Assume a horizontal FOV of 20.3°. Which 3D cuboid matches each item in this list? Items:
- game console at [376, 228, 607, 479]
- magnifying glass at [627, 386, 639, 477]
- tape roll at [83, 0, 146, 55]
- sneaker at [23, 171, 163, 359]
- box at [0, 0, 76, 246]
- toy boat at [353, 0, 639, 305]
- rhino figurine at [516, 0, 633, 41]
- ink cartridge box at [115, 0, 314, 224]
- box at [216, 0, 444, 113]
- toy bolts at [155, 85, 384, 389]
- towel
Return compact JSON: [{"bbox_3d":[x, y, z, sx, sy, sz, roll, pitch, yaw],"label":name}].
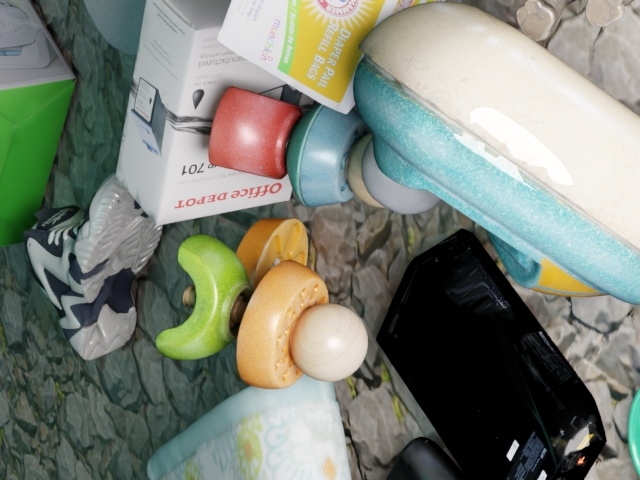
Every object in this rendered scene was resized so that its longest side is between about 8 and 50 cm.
[{"bbox_3d":[0.091,0.182,1.388,0.213,0.044,0.361,57,141,34],"label":"game console"},{"bbox_3d":[0.259,0.086,1.117,0.092,0.026,0.231,58,144,31],"label":"magnifying glass"},{"bbox_3d":[-0.148,-0.278,1.604,0.219,0.072,0.219,23,119,52],"label":"tape roll"},{"bbox_3d":[-0.242,-0.008,1.803,0.153,0.094,0.235,46,145,30],"label":"sneaker"},{"bbox_3d":[-0.390,-0.156,1.969,0.231,0.127,0.262,57,142,29],"label":"box"},{"bbox_3d":[0.113,-0.049,1.139,0.148,0.267,0.318,-55,19,7],"label":"toy boat"},{"bbox_3d":[0.192,-0.234,1.063,0.073,0.106,0.243,27,126,12],"label":"rhino figurine"},{"bbox_3d":[-0.081,-0.119,1.479,0.082,0.140,0.190,45,135,39],"label":"ink cartridge box"},{"bbox_3d":[0.031,-0.195,1.206,0.103,0.203,0.114,31,133,7],"label":"box"},{"bbox_3d":[0.000,0.000,1.416,0.158,0.218,0.228,16,99,22],"label":"toy bolts"},{"bbox_3d":[-0.044,0.301,1.544,0.374,0.090,0.320,138,121,-64],"label":"towel"}]
